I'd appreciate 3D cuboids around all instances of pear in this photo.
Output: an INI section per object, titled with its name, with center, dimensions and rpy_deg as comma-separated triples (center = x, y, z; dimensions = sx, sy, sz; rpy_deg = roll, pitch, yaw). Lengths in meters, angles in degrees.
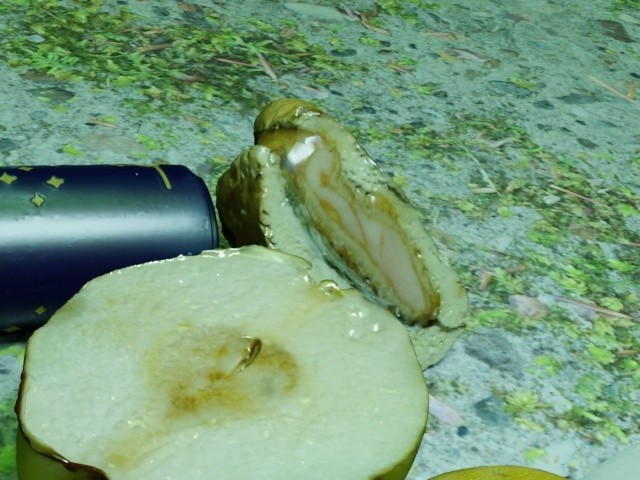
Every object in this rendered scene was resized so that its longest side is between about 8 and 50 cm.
[pear]
center = -0.090, 0.181, 1.318
dimensions = 0.340, 0.191, 0.386
rpy_deg = 26, 35, 24

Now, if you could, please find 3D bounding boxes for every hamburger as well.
[hamburger]
center = 0.000, -0.002, 1.643
dimensions = 0.162, 0.330, 0.209
rpy_deg = -49, 29, -11

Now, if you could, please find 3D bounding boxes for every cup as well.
[cup]
center = -0.265, -0.016, 1.619
dimensions = 0.256, 0.178, 0.255
rpy_deg = -4, 34, -27

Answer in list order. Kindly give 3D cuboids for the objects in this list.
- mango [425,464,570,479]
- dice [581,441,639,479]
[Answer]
[mango]
center = 0.154, 0.267, 1.280
dimensions = 0.262, 0.157, 0.109
rpy_deg = 4, -12, -30
[dice]
center = 0.335, 0.296, 1.067
dimensions = 0.277, 0.304, 0.304
rpy_deg = -4, 11, 36
